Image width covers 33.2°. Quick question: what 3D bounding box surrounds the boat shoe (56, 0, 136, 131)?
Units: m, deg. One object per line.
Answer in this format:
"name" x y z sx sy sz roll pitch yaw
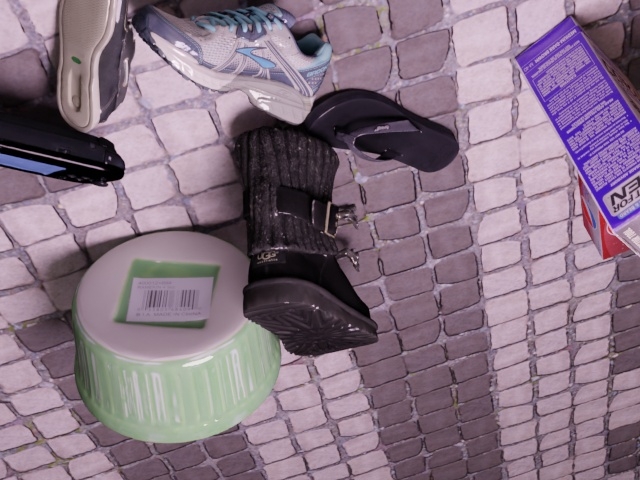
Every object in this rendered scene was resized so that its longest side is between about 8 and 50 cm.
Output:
"boat shoe" -0.258 -0.241 1.269 0.079 0.084 0.233 -32 149 -44

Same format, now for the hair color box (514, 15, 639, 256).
"hair color box" 0.400 -0.124 1.427 0.110 0.339 0.185 -36 137 23

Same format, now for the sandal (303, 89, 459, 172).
"sandal" 0.097 -0.146 1.512 0.254 0.054 0.097 11 133 -31

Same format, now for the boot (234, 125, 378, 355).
"boot" -0.013 0.009 1.513 0.131 0.260 0.348 -10 158 14

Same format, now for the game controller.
"game controller" -0.403 -0.116 1.306 0.319 0.067 0.166 13 164 -30

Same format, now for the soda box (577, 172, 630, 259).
"soda box" 0.463 -0.085 1.700 0.092 0.083 0.263 -21 140 2

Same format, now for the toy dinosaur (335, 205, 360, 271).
"toy dinosaur" 0.000 0.000 1.649 0.118 0.064 0.268 -4 136 -6

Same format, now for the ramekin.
"ramekin" -0.209 0.124 1.535 0.303 0.303 0.148 -10 134 -10

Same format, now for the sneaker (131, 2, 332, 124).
"sneaker" -0.101 -0.244 1.300 0.283 0.110 0.122 15 114 -47
